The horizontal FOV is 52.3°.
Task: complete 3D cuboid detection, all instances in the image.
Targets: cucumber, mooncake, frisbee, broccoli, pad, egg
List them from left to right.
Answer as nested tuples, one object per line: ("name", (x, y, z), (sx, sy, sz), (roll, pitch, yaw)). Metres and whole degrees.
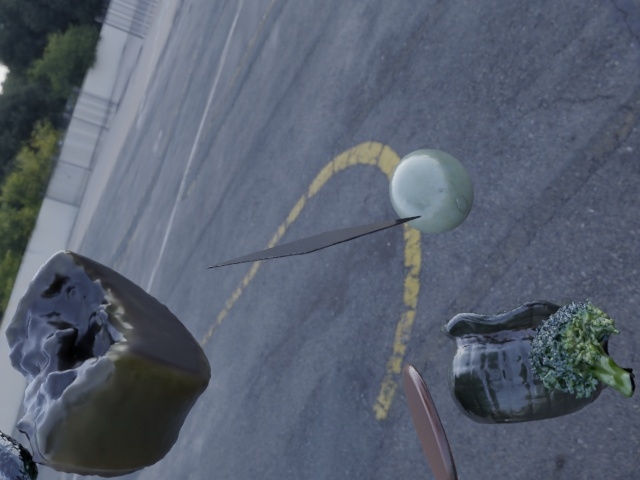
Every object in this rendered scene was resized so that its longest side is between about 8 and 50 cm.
("cucumber", (-0.538, 0.346, 1.076), (0.245, 0.067, 0.067), (5, 77, 34))
("mooncake", (-0.401, 0.219, 1.156), (0.246, 0.393, 0.394), (-58, 0, 6))
("pad", (0.000, 0.000, 1.081), (0.220, 0.330, 0.004), (-9, 95, 39))
("frisbee", (0.200, 0.350, 1.212), (0.251, 0.021, 0.251), (163, 90, -87))
("egg", (0.254, -0.116, 1.512), (0.186, 0.186, 0.253), (-65, 26, 19))
("broccoli", (0.399, 0.172, 0.980), (0.154, 0.160, 0.167), (-61, -16, 1))

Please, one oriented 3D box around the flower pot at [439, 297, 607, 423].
("flower pot", (0.395, 0.234, 1.274), (0.302, 0.302, 0.213), (-28, 67, 60))
